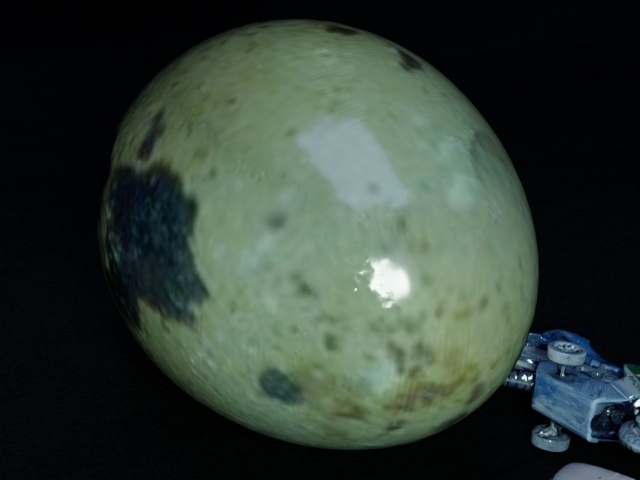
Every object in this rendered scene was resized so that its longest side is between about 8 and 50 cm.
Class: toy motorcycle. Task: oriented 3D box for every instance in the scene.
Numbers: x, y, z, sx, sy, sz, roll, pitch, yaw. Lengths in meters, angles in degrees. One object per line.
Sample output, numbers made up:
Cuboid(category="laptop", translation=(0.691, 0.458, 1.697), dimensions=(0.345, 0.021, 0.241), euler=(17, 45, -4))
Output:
Cuboid(category="toy motorcycle", translation=(0.252, 0.133, 1.524), dimensions=(0.136, 0.092, 0.254), euler=(-5, 19, -35))

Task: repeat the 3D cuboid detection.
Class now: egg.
Cuboid(category="egg", translation=(0.000, 0.000, 1.470), dimensions=(0.345, 0.345, 0.428), euler=(-15, 41, -31))

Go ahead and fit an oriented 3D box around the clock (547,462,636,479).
Cuboid(category="clock", translation=(0.130, 0.288, 1.169), dimensions=(0.254, 0.188, 0.189), euler=(-29, 41, -23))
